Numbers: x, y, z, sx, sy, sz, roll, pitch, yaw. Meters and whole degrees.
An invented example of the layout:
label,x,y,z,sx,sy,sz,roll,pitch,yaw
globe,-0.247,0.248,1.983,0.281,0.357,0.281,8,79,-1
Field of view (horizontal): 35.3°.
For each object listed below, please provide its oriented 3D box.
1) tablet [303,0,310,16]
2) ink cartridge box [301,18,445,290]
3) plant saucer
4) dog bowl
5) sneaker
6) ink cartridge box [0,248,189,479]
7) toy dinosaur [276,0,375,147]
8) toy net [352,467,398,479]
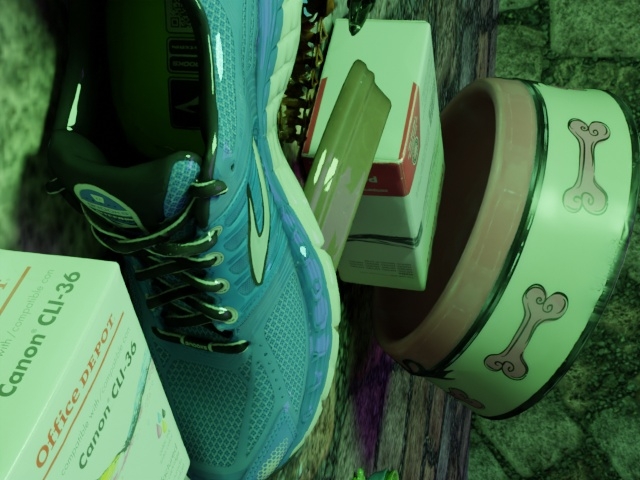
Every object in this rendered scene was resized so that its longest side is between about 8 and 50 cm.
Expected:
label,x,y,z,sx,sy,sz,roll,pitch,yaw
tablet,-0.013,-0.235,0.867,0.054,0.006,0.083,-52,145,-65
ink cartridge box,0.063,-0.081,1.026,0.237,0.100,0.172,72,27,-56
plant saucer,0.000,0.000,0.769,0.278,0.041,0.278,18,90,-88
dog bowl,0.192,-0.008,1.176,0.408,0.150,0.408,-161,-90,-79
sneaker,-0.077,-0.015,0.511,0.147,0.129,0.330,-37,123,-61
ink cartridge box,-0.122,0.086,0.435,0.198,0.067,0.115,80,21,-45
toy dinosaur,0.000,-0.227,0.667,0.218,0.164,0.322,-88,162,-67
toy net,0.059,0.412,1.299,0.122,0.045,0.232,38,59,-73
